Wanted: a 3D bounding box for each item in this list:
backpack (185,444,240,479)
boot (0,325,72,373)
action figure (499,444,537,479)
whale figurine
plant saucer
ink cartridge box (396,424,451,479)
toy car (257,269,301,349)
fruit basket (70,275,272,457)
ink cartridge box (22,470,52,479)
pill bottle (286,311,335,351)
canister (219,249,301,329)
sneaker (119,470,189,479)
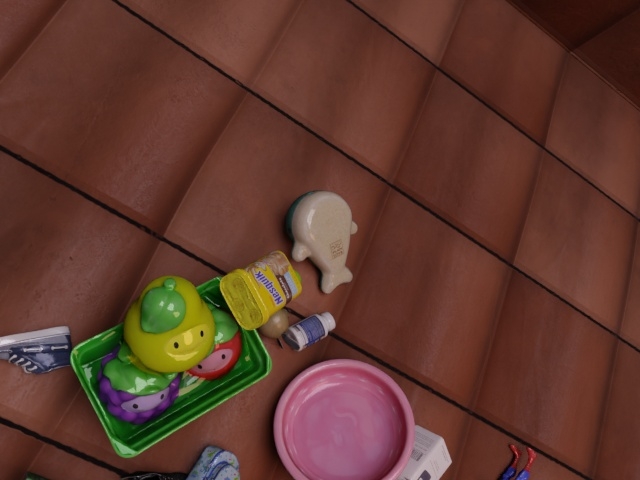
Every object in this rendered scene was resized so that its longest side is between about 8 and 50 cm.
[{"bbox_3d":[-0.228,0.520,1.277,0.105,0.084,0.114,61,43,-38],"label":"backpack"},{"bbox_3d":[-0.607,0.237,1.188,0.189,0.069,0.086,-9,77,-30],"label":"boot"},{"bbox_3d":[0.486,0.678,1.593,0.139,0.091,0.280,43,60,-17],"label":"action figure"},{"bbox_3d":[0.000,0.000,1.542,0.216,0.141,0.272,-29,114,-29],"label":"whale figurine"},{"bbox_3d":[0.055,0.450,1.383,0.331,0.084,0.332,0,53,0],"label":"plant saucer"},{"bbox_3d":[0.176,0.563,1.414,0.237,0.171,0.100,-40,123,-29],"label":"ink cartridge box"},{"bbox_3d":[-0.106,0.179,1.414,0.148,0.155,0.189,-27,98,-30],"label":"toy car"},{"bbox_3d":[-0.293,0.227,1.180,0.391,0.392,0.283,-27,88,-30],"label":"fruit basket"},{"bbox_3d":[-0.487,0.600,1.116,0.278,0.117,0.202,31,64,-16],"label":"ink cartridge box"},{"bbox_3d":[-0.023,0.229,1.481,0.120,0.067,0.067,-24,87,-29],"label":"pill bottle"},{"bbox_3d":[-0.122,0.100,1.245,0.126,0.073,0.170,61,32,-2],"label":"canister"},{"bbox_3d":[-0.344,0.517,1.228,0.170,0.089,0.051,15,69,-22],"label":"sneaker"}]
